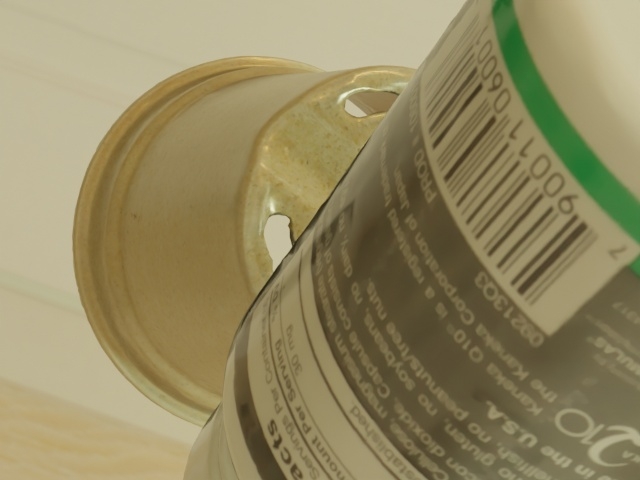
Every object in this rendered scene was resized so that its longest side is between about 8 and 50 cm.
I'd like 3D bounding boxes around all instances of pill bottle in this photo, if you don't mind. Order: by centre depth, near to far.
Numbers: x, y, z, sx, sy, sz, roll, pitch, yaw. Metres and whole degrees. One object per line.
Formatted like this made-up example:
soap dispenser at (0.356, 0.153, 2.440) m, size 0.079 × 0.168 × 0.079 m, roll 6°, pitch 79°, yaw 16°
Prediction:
pill bottle at (0.082, 0.043, 0.538) m, size 0.361 × 0.204 × 0.204 m, roll -54°, pitch -170°, yaw 44°

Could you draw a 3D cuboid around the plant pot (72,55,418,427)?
plant pot at (0.000, 0.000, 0.983) m, size 0.305 × 0.333 × 0.334 m, roll -5°, pitch -115°, yaw 70°
